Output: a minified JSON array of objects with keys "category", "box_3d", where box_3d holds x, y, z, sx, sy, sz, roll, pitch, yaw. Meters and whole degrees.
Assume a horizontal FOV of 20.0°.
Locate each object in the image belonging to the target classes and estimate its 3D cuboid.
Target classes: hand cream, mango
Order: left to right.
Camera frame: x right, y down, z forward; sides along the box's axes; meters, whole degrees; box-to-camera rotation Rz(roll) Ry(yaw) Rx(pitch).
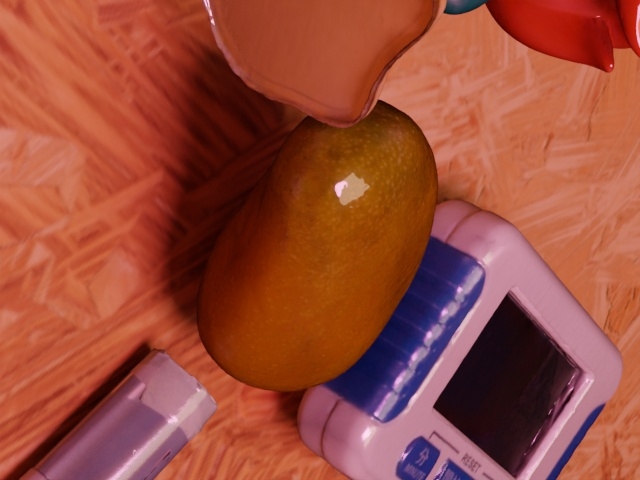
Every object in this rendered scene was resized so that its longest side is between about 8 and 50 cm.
[{"category":"hand cream","box_3d":[-0.156,0.163,0.944,0.255,0.048,0.079,-45,135,-13]},{"category":"mango","box_3d":[0.000,0.000,0.907,0.136,0.099,0.227,-49,171,-26]}]

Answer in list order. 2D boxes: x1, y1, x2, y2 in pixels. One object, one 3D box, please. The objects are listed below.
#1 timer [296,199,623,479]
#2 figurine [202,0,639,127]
[{"category":"timer","box_3d":[0.089,0.092,1.141,0.178,0.078,0.253,-56,144,-7]},{"category":"figurine","box_3d":[0.084,-0.162,0.837,0.257,0.208,0.181,-31,123,-35]}]
